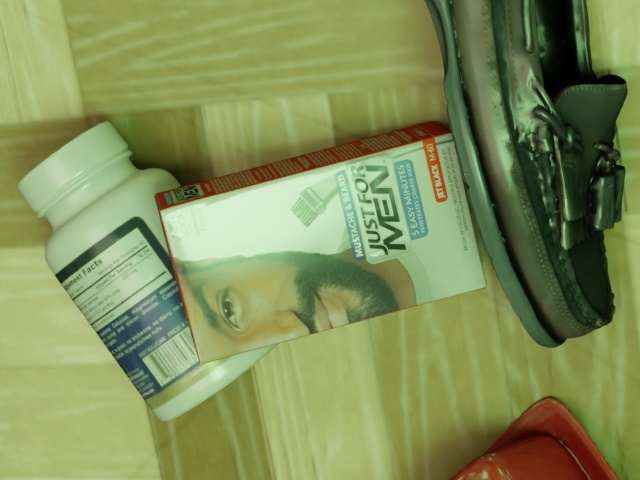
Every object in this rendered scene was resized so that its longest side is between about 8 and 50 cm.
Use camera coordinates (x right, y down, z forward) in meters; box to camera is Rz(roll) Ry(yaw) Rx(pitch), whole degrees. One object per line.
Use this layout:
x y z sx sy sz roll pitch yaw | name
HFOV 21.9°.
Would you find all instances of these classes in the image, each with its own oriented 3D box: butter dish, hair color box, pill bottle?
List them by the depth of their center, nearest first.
0.000 0.000 0.925 0.167 0.053 0.093 -15 104 -5 | hair color box
0.099 0.191 0.935 0.160 0.118 0.160 -51 52 27 | butter dish
-0.106 0.016 0.998 0.094 0.094 0.169 -34 92 29 | pill bottle

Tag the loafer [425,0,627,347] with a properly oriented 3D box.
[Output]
0.115 -0.092 0.862 0.095 0.109 0.302 -13 99 22 | loafer
